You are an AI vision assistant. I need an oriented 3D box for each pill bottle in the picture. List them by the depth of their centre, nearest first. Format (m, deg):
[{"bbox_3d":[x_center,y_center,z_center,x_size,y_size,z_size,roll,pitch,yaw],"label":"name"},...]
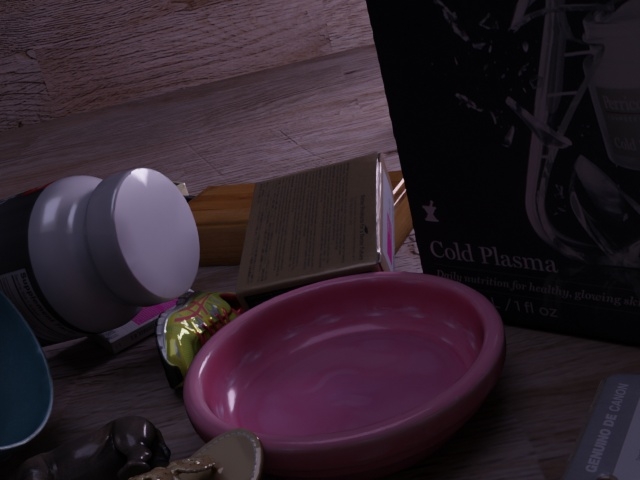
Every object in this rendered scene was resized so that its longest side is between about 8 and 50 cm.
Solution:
[{"bbox_3d":[-0.356,0.032,1.119,0.363,0.210,0.210,-15,19,26],"label":"pill bottle"}]

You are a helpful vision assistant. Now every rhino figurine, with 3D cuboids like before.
[{"bbox_3d":[-0.256,0.241,0.803,0.243,0.073,0.106,-20,26,-12],"label":"rhino figurine"}]

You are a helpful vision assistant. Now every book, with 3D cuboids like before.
[{"bbox_3d":[-0.254,0.105,1.193,0.144,0.035,0.096,-29,28,-31],"label":"book"}]

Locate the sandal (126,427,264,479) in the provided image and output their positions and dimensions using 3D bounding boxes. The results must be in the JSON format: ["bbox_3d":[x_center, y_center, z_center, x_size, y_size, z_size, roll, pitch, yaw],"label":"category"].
[{"bbox_3d":[-0.143,0.227,0.659,0.240,0.079,0.088,-45,43,-19],"label":"sandal"}]

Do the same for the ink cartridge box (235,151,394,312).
[{"bbox_3d":[0.000,0.000,1.127,0.193,0.088,0.234,-11,39,14],"label":"ink cartridge box"}]

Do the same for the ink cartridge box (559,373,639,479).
[{"bbox_3d":[0.271,0.215,0.476,0.272,0.130,0.309,0,25,34],"label":"ink cartridge box"}]

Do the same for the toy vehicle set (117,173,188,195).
[{"bbox_3d":[-0.417,-0.086,1.753,0.166,0.035,0.267,-30,27,-35],"label":"toy vehicle set"}]

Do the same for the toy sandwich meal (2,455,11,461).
[{"bbox_3d":[-0.374,0.237,0.945,0.085,0.029,0.085,-10,24,5],"label":"toy sandwich meal"}]

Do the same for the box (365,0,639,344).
[{"bbox_3d":[0.341,-0.158,0.891,0.480,0.472,0.297,6,29,41],"label":"box"}]

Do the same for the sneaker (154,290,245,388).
[{"bbox_3d":[-0.143,0.111,1.046,0.094,0.081,0.208,-8,22,8],"label":"sneaker"}]

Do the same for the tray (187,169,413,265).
[{"bbox_3d":[-0.051,-0.038,1.370,0.411,0.076,0.203,-2,25,25],"label":"tray"}]

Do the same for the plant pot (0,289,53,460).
[{"bbox_3d":[-0.455,0.150,0.857,0.195,0.290,0.290,-41,19,10],"label":"plant pot"}]

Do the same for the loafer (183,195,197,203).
[{"bbox_3d":[-0.281,-0.057,1.573,0.170,0.062,0.061,-7,18,13],"label":"loafer"}]

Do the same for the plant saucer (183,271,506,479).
[{"bbox_3d":[0.028,0.141,0.867,0.332,0.084,0.332,-12,22,5],"label":"plant saucer"}]
